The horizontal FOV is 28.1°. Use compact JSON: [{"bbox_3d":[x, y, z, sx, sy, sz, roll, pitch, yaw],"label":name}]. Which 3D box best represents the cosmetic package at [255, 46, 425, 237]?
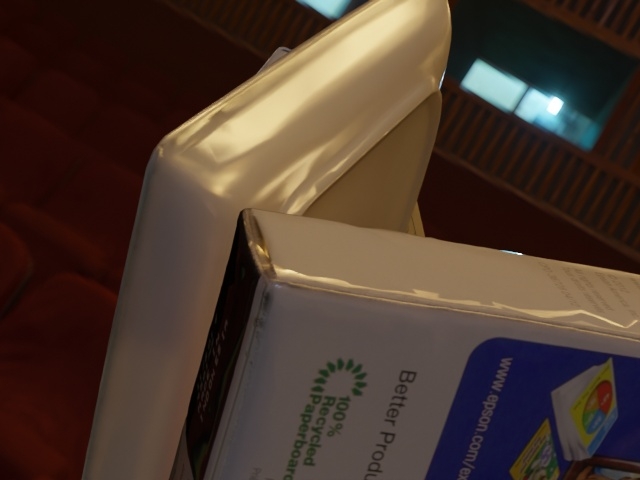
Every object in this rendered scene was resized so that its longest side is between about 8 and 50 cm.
[{"bbox_3d":[0.000,0.000,1.109,0.113,0.160,0.309,24,-25,26],"label":"cosmetic package"}]

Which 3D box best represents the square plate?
[{"bbox_3d":[-0.021,0.051,0.689,0.049,0.344,0.347,22,30,14],"label":"square plate"}]

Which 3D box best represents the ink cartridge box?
[{"bbox_3d":[0.128,0.105,0.473,0.370,0.176,0.069,10,24,-16],"label":"ink cartridge box"}]
